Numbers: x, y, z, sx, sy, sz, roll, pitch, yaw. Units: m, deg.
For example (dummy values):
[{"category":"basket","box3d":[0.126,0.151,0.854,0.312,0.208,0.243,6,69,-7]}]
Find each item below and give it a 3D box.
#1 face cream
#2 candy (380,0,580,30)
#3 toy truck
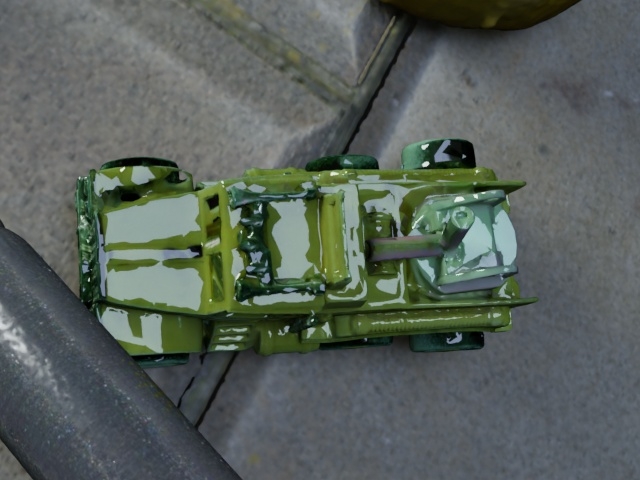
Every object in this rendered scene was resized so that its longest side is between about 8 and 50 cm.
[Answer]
[{"category":"face cream","box3d":[-0.122,0.078,0.515,0.073,0.073,0.283,-37,66,-25]},{"category":"candy","box3d":[0.106,-0.268,0.717,0.259,0.118,0.260,5,74,-19]},{"category":"toy truck","box3d":[-0.004,0.001,0.590,0.259,0.135,0.128,-2,82,-12]}]
